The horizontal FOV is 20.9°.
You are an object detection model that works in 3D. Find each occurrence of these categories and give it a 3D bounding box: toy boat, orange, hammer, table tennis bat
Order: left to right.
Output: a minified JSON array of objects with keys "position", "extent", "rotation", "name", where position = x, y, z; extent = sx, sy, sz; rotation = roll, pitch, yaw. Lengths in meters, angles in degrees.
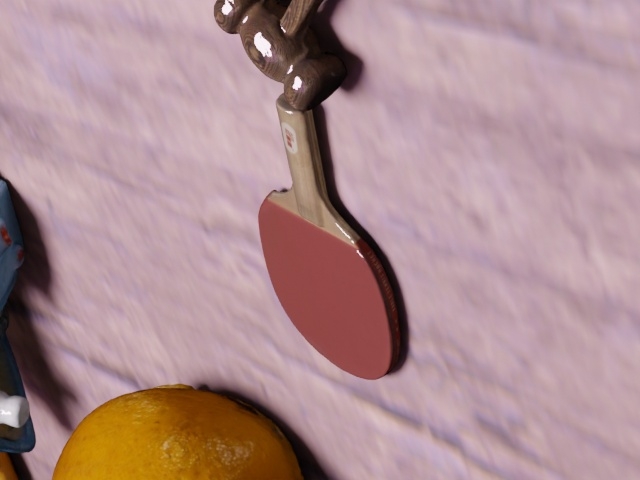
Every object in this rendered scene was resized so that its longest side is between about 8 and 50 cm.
[{"position":[-0.220,0.047,1.076],"extent":[0.098,0.109,0.238],"rotation":[3,132,12],"name":"toy boat"},{"position":[-0.072,0.152,0.939],"extent":[0.154,0.134,0.155],"rotation":[157,90,-81],"name":"orange"},{"position":[0.000,0.000,0.784],"extent":[0.087,0.013,0.156],"rotation":[30,144,40],"name":"table tennis bat"},{"position":[0.024,-0.138,0.593],"extent":[0.058,0.029,0.292],"rotation":[47,148,7],"name":"hammer"}]

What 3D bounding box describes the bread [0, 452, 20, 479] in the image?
[{"position":[-0.339,0.164,1.322],"extent":[0.245,0.121,0.174],"rotation":[4,120,45],"name":"bread"}]
